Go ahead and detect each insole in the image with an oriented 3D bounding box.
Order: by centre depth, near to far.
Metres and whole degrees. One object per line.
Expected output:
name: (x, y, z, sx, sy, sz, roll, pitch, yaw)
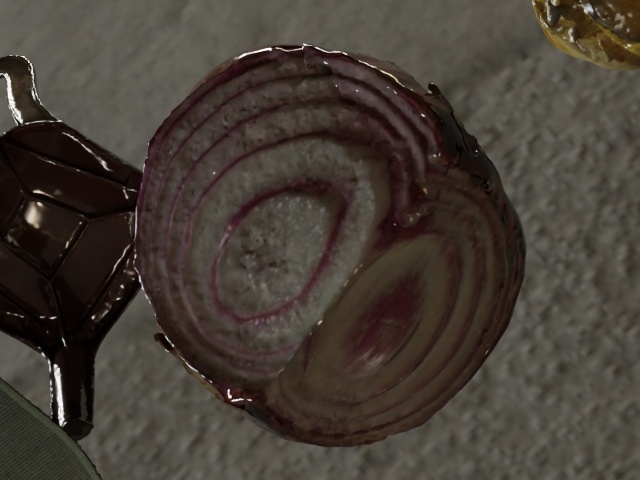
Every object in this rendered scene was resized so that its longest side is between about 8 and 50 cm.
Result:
insole: (-0.198, 0.120, 0.968, 0.080, 0.232, 0.003, -39, 7, 9)

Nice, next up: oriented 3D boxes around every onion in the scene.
onion: (0.002, 0.002, 0.989, 0.216, 0.207, 0.206, -48, 54, 1)

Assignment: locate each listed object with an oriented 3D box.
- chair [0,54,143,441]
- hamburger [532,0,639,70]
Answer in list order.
chair: (-0.217, -0.013, 1.207, 0.176, 0.183, 0.326, -55, 16, 8)
hamburger: (0.353, -0.326, 1.722, 0.314, 0.290, 0.170, -15, 14, -24)
